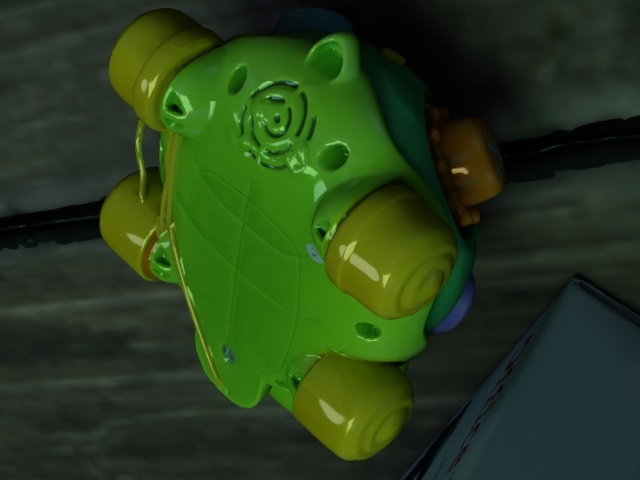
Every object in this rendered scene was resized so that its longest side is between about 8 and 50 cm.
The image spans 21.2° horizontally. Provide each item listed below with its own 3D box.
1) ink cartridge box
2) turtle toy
[{"bbox_3d":[0.034,0.111,0.439,0.072,0.127,0.175,34,135,2],"label":"ink cartridge box"},{"bbox_3d":[0.000,0.000,0.404,0.095,0.066,0.130,41,143,25],"label":"turtle toy"}]
